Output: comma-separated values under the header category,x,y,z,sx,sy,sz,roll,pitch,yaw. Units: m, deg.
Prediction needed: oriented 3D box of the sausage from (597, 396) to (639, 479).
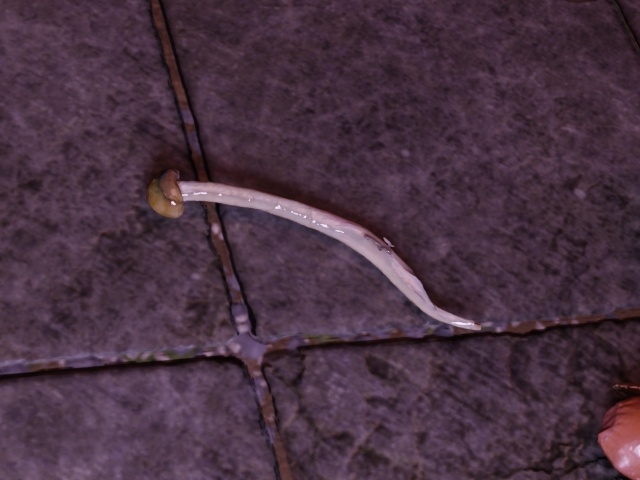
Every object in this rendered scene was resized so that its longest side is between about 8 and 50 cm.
category,x,y,z,sx,sy,sz,roll,pitch,yaw
sausage,0.319,0.186,1.274,0.194,0.077,0.077,25,50,0

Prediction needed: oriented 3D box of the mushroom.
category,x,y,z,sx,sy,sz,roll,pitch,yaw
mushroom,-0.001,0.001,1.338,0.306,0.043,0.068,21,67,-3

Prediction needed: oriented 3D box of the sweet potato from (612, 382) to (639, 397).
category,x,y,z,sx,sy,sz,roll,pitch,yaw
sweet potato,0.304,0.135,1.323,0.117,0.049,0.049,12,51,-4
